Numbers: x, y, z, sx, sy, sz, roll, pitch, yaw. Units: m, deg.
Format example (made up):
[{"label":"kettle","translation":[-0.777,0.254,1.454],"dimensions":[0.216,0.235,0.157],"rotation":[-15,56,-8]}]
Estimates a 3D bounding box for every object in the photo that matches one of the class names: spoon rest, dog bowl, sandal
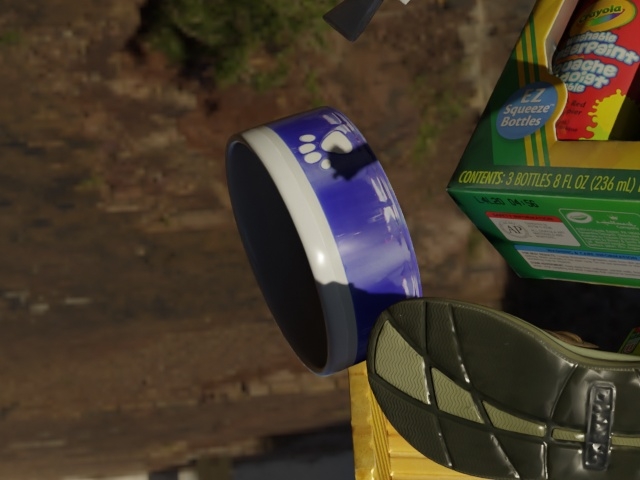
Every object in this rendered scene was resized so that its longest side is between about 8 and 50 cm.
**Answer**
[{"label":"spoon rest","translation":[0.082,-0.370,1.836],"dimensions":[0.084,0.137,0.276],"rotation":[-44,172,-35]},{"label":"dog bowl","translation":[0.000,0.000,1.484],"dimensions":[0.104,0.265,0.265],"rotation":[-21,172,-15]},{"label":"sandal","translation":[0.179,0.119,1.048],"dimensions":[0.303,0.120,0.086],"rotation":[14,-173,6]}]

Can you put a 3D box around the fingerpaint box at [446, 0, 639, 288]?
[{"label":"fingerpaint box","translation":[0.383,-0.143,1.261],"dimensions":[0.445,0.371,0.163],"rotation":[6,151,44]}]

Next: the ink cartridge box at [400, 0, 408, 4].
[{"label":"ink cartridge box","translation":[0.051,-0.290,1.283],"dimensions":[0.135,0.099,0.056],"rotation":[36,140,-8]}]

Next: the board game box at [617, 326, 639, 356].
[{"label":"board game box","translation":[0.336,0.140,1.192],"dimensions":[0.181,0.043,0.092],"rotation":[44,152,-11]}]

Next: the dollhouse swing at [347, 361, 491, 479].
[{"label":"dollhouse swing","translation":[0.207,0.280,1.822],"dimensions":[0.305,0.347,0.315],"rotation":[-7,134,5]}]
